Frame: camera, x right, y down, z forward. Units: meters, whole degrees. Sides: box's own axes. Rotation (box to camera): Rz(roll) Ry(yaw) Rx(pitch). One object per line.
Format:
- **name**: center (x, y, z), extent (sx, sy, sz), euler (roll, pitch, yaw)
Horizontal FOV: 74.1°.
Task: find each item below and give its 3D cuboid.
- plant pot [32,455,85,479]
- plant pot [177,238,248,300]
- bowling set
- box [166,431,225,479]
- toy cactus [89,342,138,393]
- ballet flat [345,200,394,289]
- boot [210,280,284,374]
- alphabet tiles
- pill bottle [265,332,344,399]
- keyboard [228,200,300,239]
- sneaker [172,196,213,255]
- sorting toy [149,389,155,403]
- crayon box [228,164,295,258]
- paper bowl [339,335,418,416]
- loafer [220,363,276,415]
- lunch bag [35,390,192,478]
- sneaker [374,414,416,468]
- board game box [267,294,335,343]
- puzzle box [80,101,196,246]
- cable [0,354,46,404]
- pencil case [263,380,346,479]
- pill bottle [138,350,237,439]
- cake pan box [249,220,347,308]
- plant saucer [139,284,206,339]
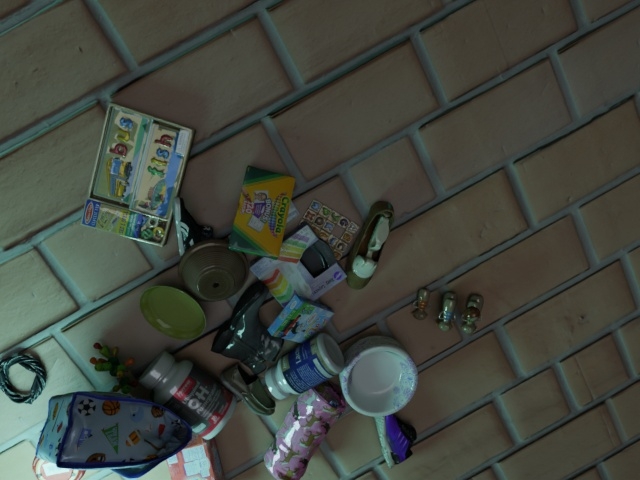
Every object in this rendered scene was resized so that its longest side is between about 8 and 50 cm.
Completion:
- **plant pot**: center (-0.882, 0.745, 1.483), extent (0.191, 0.174, 0.191), euler (-2, 104, -7)
- **plant pot**: center (-0.354, 0.123, 1.420), extent (0.237, 0.110, 0.238), euler (-8, 120, -14)
- **bowling set**: center (0.495, 0.286, 1.562), extent (0.286, 0.200, 0.154), euler (8, 102, -5)
- **box**: center (-0.456, 0.849, 1.576), extent (0.154, 0.142, 0.300), euler (-12, 103, -5)
- **toy cactus**: center (-0.691, 0.448, 1.467), extent (0.219, 0.181, 0.112), euler (29, 63, 26)
- **ballet flat**: center (0.181, 0.027, 1.496), extent (0.116, 0.124, 0.343), euler (21, 99, -11)
- **boot**: center (-0.218, 0.312, 1.512), extent (0.222, 0.118, 0.338), euler (30, 113, -15)
- **alphabet tiles**: center (0.000, 0.000, 1.525), extent (0.198, 0.009, 0.237), euler (29, 96, -13)
- **pill bottle**: center (-0.059, 0.457, 1.524), extent (0.264, 0.153, 0.153), euler (-33, 105, 15)
- **keyboard**: center (-0.197, -0.053, 1.488), extent (0.256, 0.014, 0.072), euler (-32, 99, 0)
- **sneaker**: center (-0.419, -0.054, 1.407), extent (0.121, 0.079, 0.217), euler (-10, 128, -22)
- **sorting toy**: center (-0.595, 0.589, 1.560), extent (0.061, 0.042, 0.102), euler (-24, 92, -18)
- **crayon box**: center (-0.192, -0.089, 1.400), extent (0.165, 0.081, 0.279), euler (13, 80, -10)
- **paper bowl**: center (0.208, 0.494, 1.587), extent (0.284, 0.148, 0.284), euler (-2, 103, -8)
- **loafer**: center (-0.253, 0.550, 1.564), extent (0.251, 0.094, 0.087), euler (42, 98, -13)
- **lunch bag**: center (-0.652, 0.619, 1.363), extent (0.385, 0.327, 0.239), euler (21, 62, -37)
- **sneaker**: center (0.304, 0.752, 1.686), extent (0.146, 0.102, 0.294), euler (-15, 108, -9)
- **board game box**: center (-0.063, 0.285, 1.502), extent (0.160, 0.039, 0.211), euler (-52, 139, 8)
- **puzzle box**: center (-0.592, -0.208, 1.380), extent (0.272, 0.052, 0.409), euler (16, 100, -10)
- **cable**: center (-1.035, 0.485, 1.476), extent (0.150, 0.047, 0.185), euler (-19, 101, -8)
- **pencil case**: center (-0.059, 0.716, 1.596), extent (0.160, 0.167, 0.386), euler (25, 99, -44)
- **pill bottle**: center (-0.466, 0.534, 1.490), extent (0.318, 0.176, 0.176), euler (43, 94, -14)
- **cake pan box**: center (-0.073, 0.100, 1.499), extent (0.266, 0.070, 0.246), euler (-35, 108, 4)
- **plant saucer**: center (-0.500, 0.241, 1.454), extent (0.240, 0.037, 0.241), euler (6, 124, 10)
